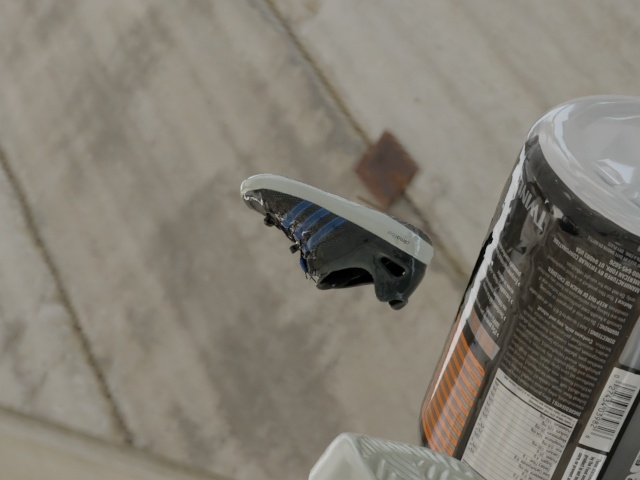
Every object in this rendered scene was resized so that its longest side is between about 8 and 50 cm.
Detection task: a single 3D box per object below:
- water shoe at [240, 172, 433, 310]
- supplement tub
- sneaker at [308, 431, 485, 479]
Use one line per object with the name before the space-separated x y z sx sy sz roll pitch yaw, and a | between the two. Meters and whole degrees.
water shoe | 0.000 0.000 1.450 0.203 0.073 0.080 19 -99 33
supplement tub | 0.179 0.080 1.080 0.193 0.194 0.316 57 -40 43
sneaker | 0.070 0.234 0.655 0.148 0.131 0.350 -58 -145 17
